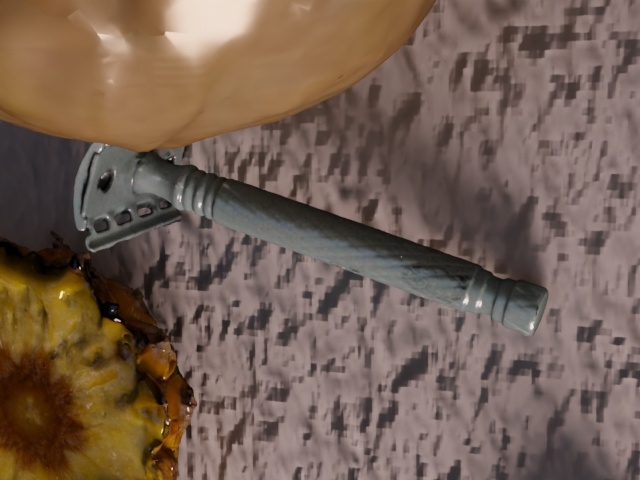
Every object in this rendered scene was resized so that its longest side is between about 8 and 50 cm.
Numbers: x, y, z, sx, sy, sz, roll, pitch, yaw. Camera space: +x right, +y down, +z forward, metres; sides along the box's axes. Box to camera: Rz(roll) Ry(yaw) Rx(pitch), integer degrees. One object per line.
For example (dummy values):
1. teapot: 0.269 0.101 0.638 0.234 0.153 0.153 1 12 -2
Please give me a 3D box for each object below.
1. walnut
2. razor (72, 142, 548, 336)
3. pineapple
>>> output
1. walnut: -0.072 -0.219 0.599 0.381 0.381 0.381 5 99 30
2. razor: 0.000 0.000 0.729 0.232 0.106 0.068 21 107 17
3. pineapple: -0.149 0.093 0.826 0.224 0.076 0.225 7 103 32
